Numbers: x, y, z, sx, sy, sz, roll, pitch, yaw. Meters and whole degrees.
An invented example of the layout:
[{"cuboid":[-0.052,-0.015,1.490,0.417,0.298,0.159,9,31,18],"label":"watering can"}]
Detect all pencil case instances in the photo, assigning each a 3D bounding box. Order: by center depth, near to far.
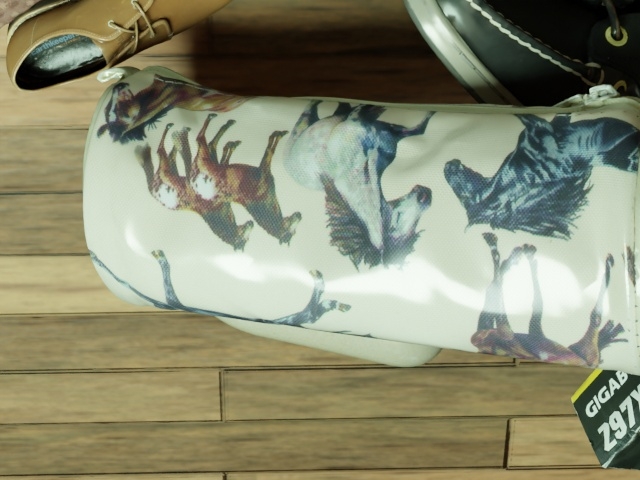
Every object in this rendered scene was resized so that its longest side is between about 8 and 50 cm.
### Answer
[{"cuboid":[0.034,-0.026,1.204,0.410,0.160,0.183,6,86,19],"label":"pencil case"}]

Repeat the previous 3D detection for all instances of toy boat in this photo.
[{"cuboid":[0.000,0.000,1.396,0.231,0.151,0.151,14,96,-13],"label":"toy boat"}]

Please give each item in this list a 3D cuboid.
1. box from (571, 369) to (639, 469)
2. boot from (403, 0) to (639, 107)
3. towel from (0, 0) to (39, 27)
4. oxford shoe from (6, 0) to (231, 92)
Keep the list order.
[{"cuboid":[0.397,0.083,1.428,0.322,0.079,0.257,7,136,-31],"label":"box"},{"cuboid":[0.267,-0.165,1.256,0.377,0.138,0.284,31,122,-28],"label":"boot"},{"cuboid":[-0.341,-0.184,1.165,0.271,0.040,0.370,-30,154,22],"label":"towel"},{"cuboid":[-0.128,-0.158,1.286,0.212,0.076,0.076,-27,122,15],"label":"oxford shoe"}]
